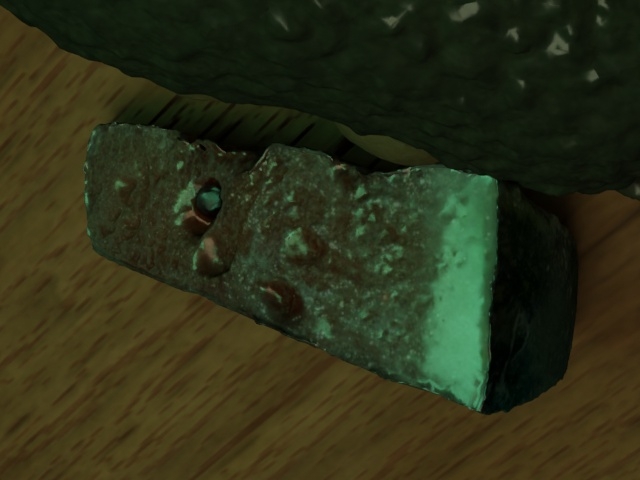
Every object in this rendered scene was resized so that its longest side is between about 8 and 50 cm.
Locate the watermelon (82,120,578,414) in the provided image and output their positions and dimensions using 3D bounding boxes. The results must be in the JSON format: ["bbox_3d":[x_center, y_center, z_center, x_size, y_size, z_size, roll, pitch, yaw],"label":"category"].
[{"bbox_3d":[0.000,0.000,0.833,0.241,0.154,0.094,14,93,22],"label":"watermelon"}]

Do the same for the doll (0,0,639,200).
[{"bbox_3d":[0.020,-0.141,0.670,0.349,0.247,0.247,23,126,-6],"label":"doll"}]
